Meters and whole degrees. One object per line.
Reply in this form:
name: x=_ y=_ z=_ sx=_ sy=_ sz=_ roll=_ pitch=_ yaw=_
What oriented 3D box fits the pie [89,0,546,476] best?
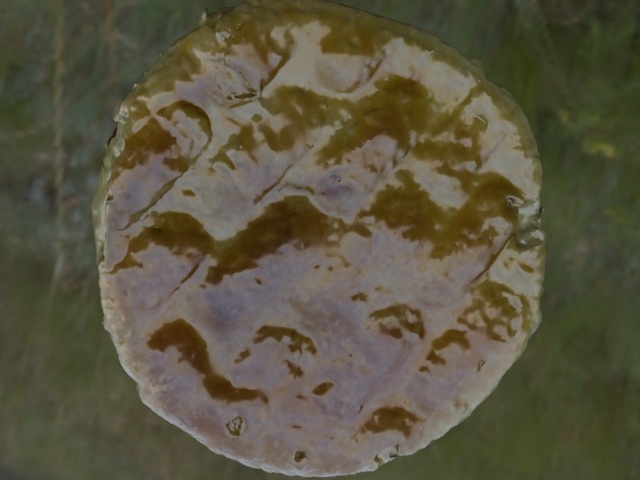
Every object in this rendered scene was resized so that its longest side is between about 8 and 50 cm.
pie: x=0.000 y=0.000 z=1.122 sx=0.339 sy=0.339 sz=0.083 roll=15 pitch=-175 yaw=-20
